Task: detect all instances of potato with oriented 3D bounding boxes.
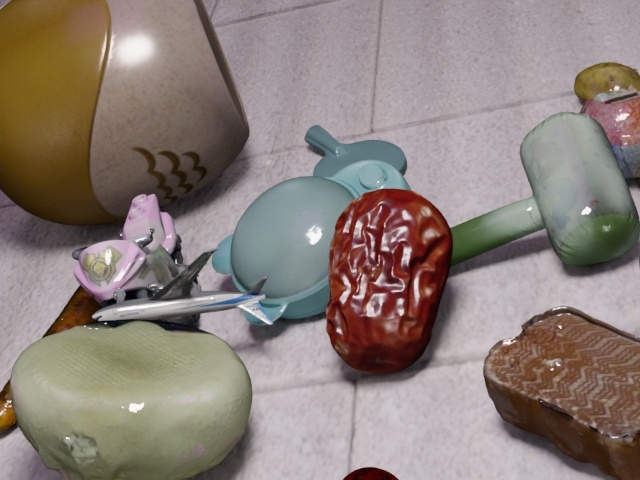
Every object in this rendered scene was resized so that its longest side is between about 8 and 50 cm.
[{"bbox_3d":[0.450,-0.242,1.932,0.091,0.070,0.138,-22,30,-11],"label":"potato"}]

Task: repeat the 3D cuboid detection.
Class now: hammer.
[{"bbox_3d":[0.239,-0.026,1.628,0.335,0.119,0.206,-23,56,13],"label":"hammer"}]

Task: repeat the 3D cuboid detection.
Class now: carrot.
[{"bbox_3d":[-0.367,0.151,1.701,0.066,0.066,0.314,1,35,27],"label":"carrot"}]

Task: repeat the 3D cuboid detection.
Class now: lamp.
[{"bbox_3d":[-0.004,-0.008,1.691,0.284,0.147,0.209,-24,45,-12],"label":"lamp"}]

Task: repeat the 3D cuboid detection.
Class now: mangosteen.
[{"bbox_3d":[0.051,0.277,1.278,0.081,0.081,0.081,-13,30,7],"label":"mangosteen"}]

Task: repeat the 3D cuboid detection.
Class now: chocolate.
[{"bbox_3d":[0.287,0.166,1.320,0.148,0.093,0.214,-31,34,-26],"label":"chocolate"}]

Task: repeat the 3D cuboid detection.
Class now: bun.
[{"bbox_3d":[-0.217,0.209,1.438,0.283,0.179,0.283,2,20,-1],"label":"bun"}]

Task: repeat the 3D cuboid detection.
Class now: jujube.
[{"bbox_3d":[0.083,0.049,1.526,0.155,0.155,0.230,-4,56,21],"label":"jujube"}]

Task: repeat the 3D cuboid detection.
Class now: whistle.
[{"bbox_3d":[0.492,-0.167,1.744,0.346,0.133,0.142,-15,-7,-12],"label":"whistle"}]

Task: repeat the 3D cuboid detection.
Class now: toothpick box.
[{"bbox_3d":[-0.362,-0.232,1.984,0.425,0.409,0.409,-21,30,2],"label":"toothpick box"}]

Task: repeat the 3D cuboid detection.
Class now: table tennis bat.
[{"bbox_3d":[0.042,-0.131,1.993,0.149,0.038,0.237,-29,36,-17],"label":"table tennis bat"}]

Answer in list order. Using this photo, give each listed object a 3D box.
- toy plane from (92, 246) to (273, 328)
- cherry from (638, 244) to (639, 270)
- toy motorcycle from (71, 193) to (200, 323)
[{"bbox_3d":[-0.173,0.081,1.562,0.226,0.226,0.058,1,52,-5],"label":"toy plane"},{"bbox_3d":[0.484,0.020,1.345,0.255,0.218,0.296,-31,22,-24],"label":"cherry"},{"bbox_3d":[-0.253,0.035,1.711,0.143,0.188,0.327,-17,30,12],"label":"toy motorcycle"}]
